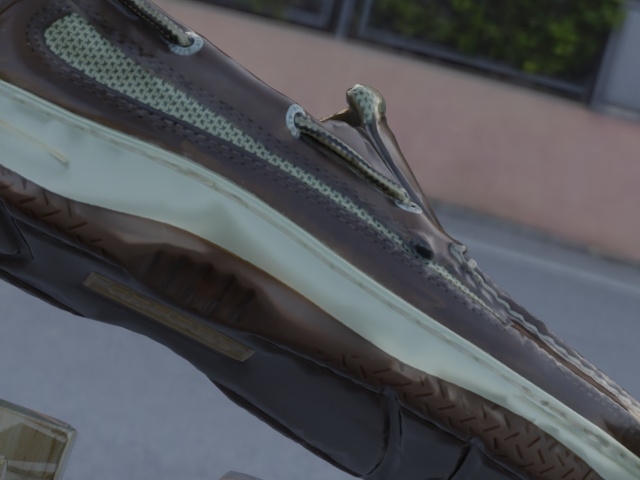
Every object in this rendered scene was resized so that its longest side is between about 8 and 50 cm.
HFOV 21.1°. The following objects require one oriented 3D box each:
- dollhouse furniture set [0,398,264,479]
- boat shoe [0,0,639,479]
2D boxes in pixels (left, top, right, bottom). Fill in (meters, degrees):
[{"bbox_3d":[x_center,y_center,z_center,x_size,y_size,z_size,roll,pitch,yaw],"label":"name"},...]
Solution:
[{"bbox_3d":[-0.111,0.113,0.328,0.212,0.161,0.242,19,1,5],"label":"dollhouse furniture set"},{"bbox_3d":[0.003,-0.002,0.482,0.257,0.095,0.095,31,-24,-18],"label":"boat shoe"}]
